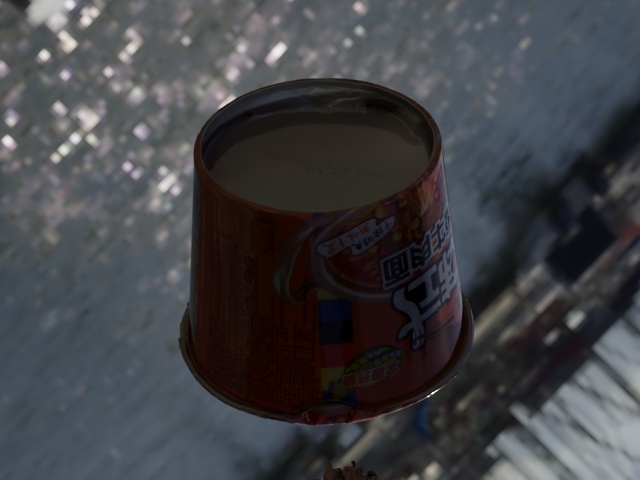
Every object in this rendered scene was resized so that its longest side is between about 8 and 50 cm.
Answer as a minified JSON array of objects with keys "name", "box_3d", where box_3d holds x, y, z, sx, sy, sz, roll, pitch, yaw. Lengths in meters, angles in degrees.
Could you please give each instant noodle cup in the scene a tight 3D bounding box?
[{"name":"instant noodle cup","box_3d":[0.000,0.000,1.482,0.250,0.250,0.192,-40,140,-38]}]

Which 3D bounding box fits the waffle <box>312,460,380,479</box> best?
[{"name":"waffle","box_3d":[0.021,0.180,1.139,0.029,0.075,0.083,-12,120,-72]}]
